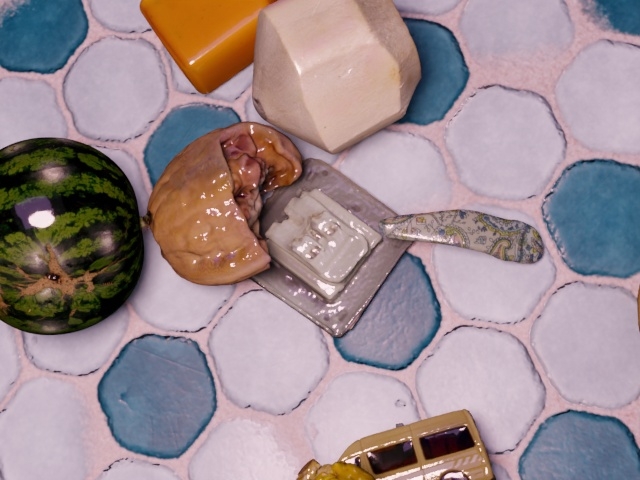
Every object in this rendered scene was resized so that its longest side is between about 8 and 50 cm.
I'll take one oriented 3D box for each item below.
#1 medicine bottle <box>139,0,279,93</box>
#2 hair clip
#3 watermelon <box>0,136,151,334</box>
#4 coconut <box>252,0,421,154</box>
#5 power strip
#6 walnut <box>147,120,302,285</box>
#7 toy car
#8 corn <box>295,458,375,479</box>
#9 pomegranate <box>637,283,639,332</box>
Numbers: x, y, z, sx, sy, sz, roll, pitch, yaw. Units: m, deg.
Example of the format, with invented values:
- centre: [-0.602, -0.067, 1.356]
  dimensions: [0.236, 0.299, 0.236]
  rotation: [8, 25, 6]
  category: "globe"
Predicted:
- centre: [-0.131, -0.338, 1.497]
  dimensions: [0.222, 0.112, 0.149]
  rotation: [-36, 74, -2]
  category: "medicine bottle"
- centre: [0.193, -0.009, 1.393]
  dimensions: [0.229, 0.036, 0.066]
  rotation: [7, 68, -2]
  category: "hair clip"
- centre: [-0.359, -0.008, 1.378]
  dimensions: [0.269, 0.269, 0.269]
  rotation: [-2, 76, 7]
  category: "watermelon"
- centre: [0.007, -0.237, 1.400]
  dimensions: [0.241, 0.241, 0.241]
  rotation: [-2, 76, 7]
  category: "coconut"
- centre: [0.000, 0.000, 1.423]
  dimensions: [0.213, 0.064, 0.198]
  rotation: [34, 83, 14]
  category: "power strip"
- centre: [-0.147, -0.063, 1.403]
  dimensions: [0.204, 0.141, 0.238]
  rotation: [3, 62, 27]
  category: "walnut"
- centre: [0.091, 0.304, 1.320]
  dimensions: [0.256, 0.101, 0.124]
  rotation: [-17, 67, 2]
  category: "toy car"
- centre: [0.092, 0.405, 1.197]
  dimensions: [0.120, 0.120, 0.363]
  rotation: [-38, 93, -2]
  category: "corn"
- centre: [0.543, 0.074, 1.211]
  dimensions: [0.332, 0.332, 0.332]
  rotation: [-2, 76, 7]
  category: "pomegranate"
